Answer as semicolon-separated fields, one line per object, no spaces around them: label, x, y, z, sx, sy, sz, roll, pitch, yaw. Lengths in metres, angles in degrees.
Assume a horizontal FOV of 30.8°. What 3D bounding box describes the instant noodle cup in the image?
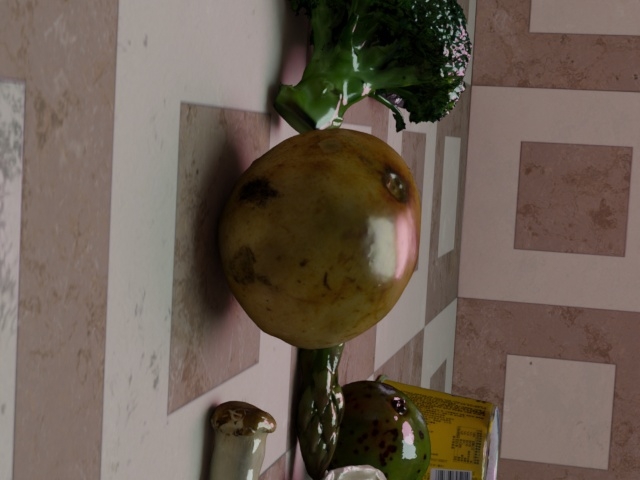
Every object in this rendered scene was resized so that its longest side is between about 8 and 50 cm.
instant noodle cup;0.234;0.449;2.421;0.325;0.254;0.325;3;90;-76

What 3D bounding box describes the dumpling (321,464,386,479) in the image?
dumpling;0.017;0.435;1.763;0.258;0.147;0.193;-30;120;-36

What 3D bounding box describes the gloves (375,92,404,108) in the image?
gloves;0.150;-0.317;2.142;0.285;0.119;0.142;45;60;-54

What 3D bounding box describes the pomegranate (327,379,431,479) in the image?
pomegranate;0.075;0.347;1.934;0.248;0.202;0.202;-58;-179;30

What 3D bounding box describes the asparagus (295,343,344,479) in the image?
asparagus;0.000;0.229;1.775;0.080;0.080;0.287;-4;99;-76

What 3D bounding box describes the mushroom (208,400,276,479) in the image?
mushroom;-0.104;0.293;1.367;0.071;0.084;0.209;26;70;-53

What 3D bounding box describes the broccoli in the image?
broccoli;0.062;-0.256;1.595;0.297;0.297;0.297;-50;156;-11

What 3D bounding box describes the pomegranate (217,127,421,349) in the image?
pomegranate;0.000;0.000;1.367;0.260;0.260;0.260;4;90;-76
